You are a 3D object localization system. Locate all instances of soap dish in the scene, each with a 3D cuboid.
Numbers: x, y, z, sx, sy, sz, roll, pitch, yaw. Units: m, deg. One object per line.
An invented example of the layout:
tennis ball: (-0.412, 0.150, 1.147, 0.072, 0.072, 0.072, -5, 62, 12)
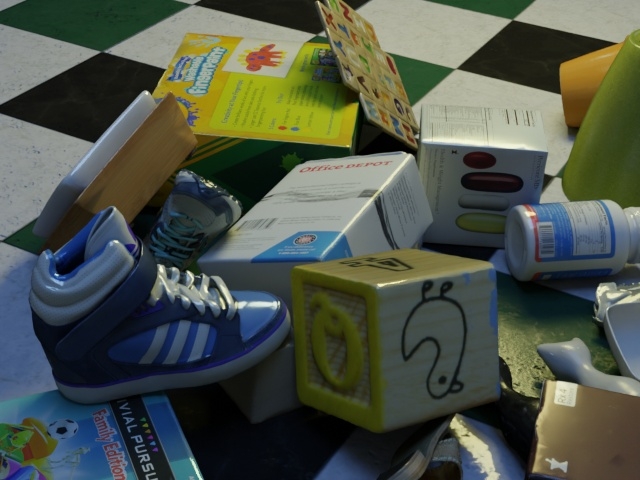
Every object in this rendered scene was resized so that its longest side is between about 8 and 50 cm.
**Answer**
soap dish: (-0.314, -0.081, 1.704, 0.118, 0.291, 0.229, 40, 63, -9)

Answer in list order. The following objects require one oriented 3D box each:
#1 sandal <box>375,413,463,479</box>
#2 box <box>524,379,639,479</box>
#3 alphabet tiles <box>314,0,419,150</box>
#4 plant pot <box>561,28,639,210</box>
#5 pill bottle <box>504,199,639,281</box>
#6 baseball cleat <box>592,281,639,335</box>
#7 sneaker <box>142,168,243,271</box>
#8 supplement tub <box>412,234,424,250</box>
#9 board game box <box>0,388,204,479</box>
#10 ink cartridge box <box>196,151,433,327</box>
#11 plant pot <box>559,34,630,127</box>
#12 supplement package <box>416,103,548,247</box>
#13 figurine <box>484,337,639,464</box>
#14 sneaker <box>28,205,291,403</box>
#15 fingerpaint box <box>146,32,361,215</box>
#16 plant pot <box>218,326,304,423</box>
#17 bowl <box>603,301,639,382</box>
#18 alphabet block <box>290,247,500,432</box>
sandal: (0.135, 0.283, 1.376, 0.079, 0.088, 0.240, 54, 22, 4)
box: (0.306, 0.294, 1.242, 0.167, 0.203, 0.168, 11, 34, 12)
alphabet tiles: (0.093, -0.318, 2.095, 0.011, 0.342, 0.285, -26, 70, 20)
plant pot: (0.582, -0.212, 1.969, 0.274, 0.294, 0.275, 1, 33, -1)
pill bottle: (0.415, -0.002, 1.787, 0.221, 0.124, 0.124, -3, 33, -10)
baseball cleat: (0.488, 0.077, 1.715, 0.109, 0.072, 0.206, 27, 39, 32)
sneaker: (-0.202, -0.006, 1.663, 0.110, 0.283, 0.122, 31, 65, -6)
supplement tub: (0.129, 0.004, 1.810, 0.071, 0.071, 0.107, 8, 32, 10)
board game box: (-0.324, 0.287, 1.328, 0.336, 0.079, 0.254, -11, 35, -20)
ink cartridge box: (0.000, 0.000, 1.680, 0.223, 0.129, 0.307, -3, 30, 35)
plant pot: (0.575, -0.299, 2.217, 0.187, 0.205, 0.205, -6, 30, 17)
supplement package: (0.261, -0.107, 1.876, 0.203, 0.194, 0.149, 4, 33, 3)
figurine: (0.317, 0.205, 1.499, 0.214, 0.092, 0.209, -11, 31, -21)
sneaker: (-0.195, 0.059, 1.386, 0.322, 0.236, 0.130, -14, 35, -16)
fingerpaint box: (-0.112, -0.215, 2.052, 0.371, 0.163, 0.445, 5, 32, 3)
plant pot: (-0.070, 0.165, 1.520, 0.109, 0.096, 0.109, -16, 37, -27)
bowl: (0.472, 0.155, 1.582, 0.142, 0.053, 0.142, -2, 49, -13)
alphabet block: (0.095, 0.121, 1.448, 0.197, 0.193, 0.193, -10, 10, -34)
